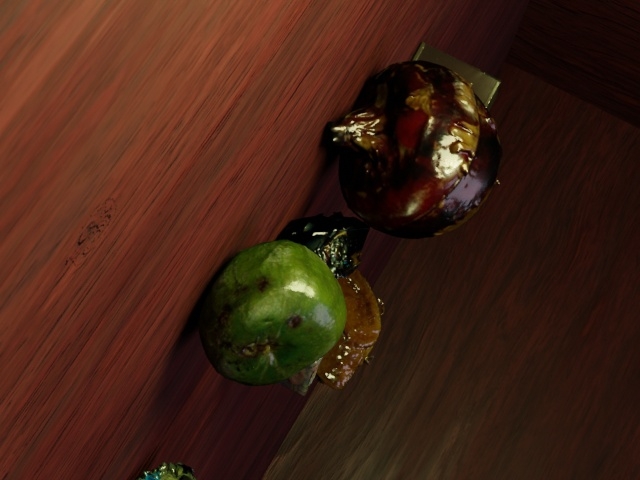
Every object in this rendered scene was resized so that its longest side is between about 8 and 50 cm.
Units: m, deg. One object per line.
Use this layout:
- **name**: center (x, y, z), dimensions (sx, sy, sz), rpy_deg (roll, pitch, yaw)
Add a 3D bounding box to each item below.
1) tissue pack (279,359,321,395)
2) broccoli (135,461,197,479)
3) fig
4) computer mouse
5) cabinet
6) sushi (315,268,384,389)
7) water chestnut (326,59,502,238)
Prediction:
- **tissue pack**: center (-0.071, 0.188, 1.578), dimensions (0.060, 0.148, 0.108), rpy_deg (-59, 172, -41)
- **broccoli**: center (-0.231, 0.424, 1.387), dimensions (0.167, 0.160, 0.154), rpy_deg (-21, 113, -61)
- **fig**: center (-0.075, 0.065, 1.269), dimensions (0.235, 0.203, 0.203), rpy_deg (-109, -149, -43)
- **computer mouse**: center (0.000, 0.000, 1.480), dimensions (0.242, 0.146, 0.077), rpy_deg (-41, 139, -58)
- **cabinet**: center (0.226, -0.242, 1.834), dimensions (0.215, 0.175, 0.148), rpy_deg (-62, 171, -1)
- **sushi**: center (0.006, 0.139, 1.713), dimensions (0.167, 0.296, 0.179), rpy_deg (-6, 152, -37)
- **water chestnut**: center (0.129, -0.149, 1.454), dimensions (0.300, 0.300, 0.300), rpy_deg (-59, 171, -15)
